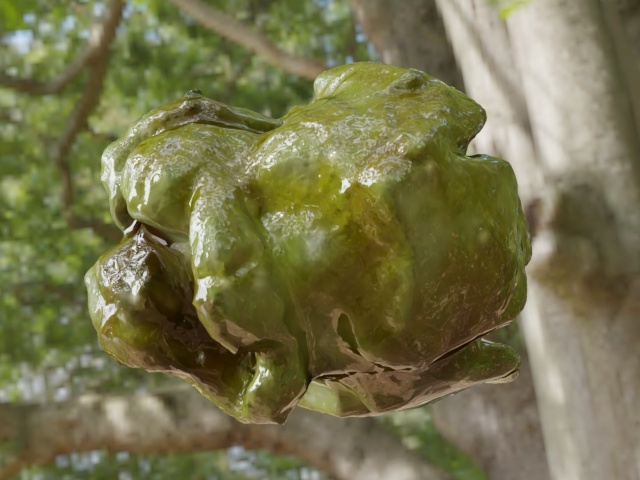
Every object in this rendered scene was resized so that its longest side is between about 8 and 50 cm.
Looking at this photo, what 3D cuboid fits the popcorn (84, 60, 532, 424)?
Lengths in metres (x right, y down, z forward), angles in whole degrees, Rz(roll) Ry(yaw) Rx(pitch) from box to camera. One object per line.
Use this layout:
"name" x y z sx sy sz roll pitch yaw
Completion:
"popcorn" -0.001 0.004 1.018 0.276 0.225 0.276 -19 -25 -9
